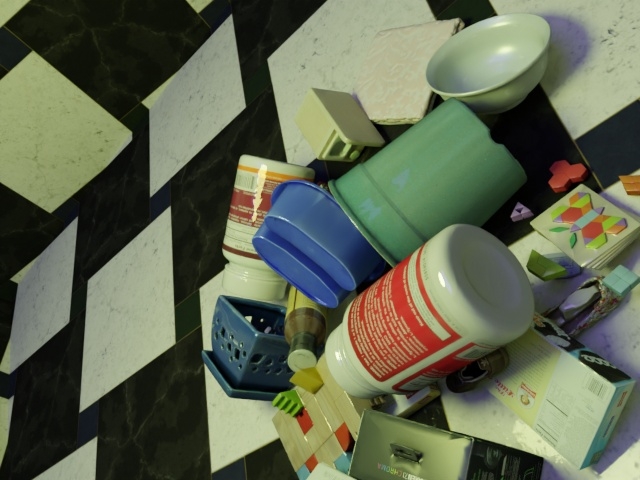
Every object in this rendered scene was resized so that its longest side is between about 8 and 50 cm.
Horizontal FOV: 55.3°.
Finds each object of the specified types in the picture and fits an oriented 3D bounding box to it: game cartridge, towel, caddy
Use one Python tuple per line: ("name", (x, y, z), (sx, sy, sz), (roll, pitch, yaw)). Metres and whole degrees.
("game cartridge", (0.493, 0.052, 1.253), (0.083, 0.017, 0.056), (-8, 61, 44))
("towel", (0.235, -0.483, 1.776), (0.332, 0.053, 0.316), (14, 81, 50))
("caddy", (0.000, 0.000, 1.511), (0.179, 0.341, 0.241), (-51, 0, -37))

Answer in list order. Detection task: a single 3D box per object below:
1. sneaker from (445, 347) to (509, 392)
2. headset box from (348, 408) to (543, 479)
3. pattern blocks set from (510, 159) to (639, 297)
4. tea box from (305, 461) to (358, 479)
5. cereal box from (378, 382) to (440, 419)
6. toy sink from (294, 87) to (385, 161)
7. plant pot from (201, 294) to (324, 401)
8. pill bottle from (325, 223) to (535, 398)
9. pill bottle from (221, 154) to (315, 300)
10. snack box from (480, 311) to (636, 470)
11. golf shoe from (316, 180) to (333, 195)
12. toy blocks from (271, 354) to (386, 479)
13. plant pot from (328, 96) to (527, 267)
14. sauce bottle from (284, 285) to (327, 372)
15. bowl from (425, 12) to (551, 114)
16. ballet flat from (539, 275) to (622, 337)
("sneaker", (0.291, 0.259, 1.216), (0.188, 0.071, 0.066), (-55, 51, 50))
("headset box", (0.228, 0.418, 1.133), (0.246, 0.283, 0.131), (1, 70, 47))
("pattern blocks set", (0.520, -0.032, 1.196), (0.285, 0.026, 0.325), (-47, 38, -8))
("tea box", (0.045, 0.632, 1.117), (0.323, 0.220, 0.329), (-50, 16, -24))
("cereal box", (0.164, 0.301, 1.441), (0.173, 0.047, 0.240), (-44, 44, 24))
("toy sink", (0.051, -0.313, 1.769), (0.234, 0.153, 0.131), (58, 134, 30))
("plant pot", (-0.173, 0.302, 1.663), (0.236, 0.236, 0.212), (35, 104, 49))
("pill bottle", (0.189, 0.161, 1.191), (0.408, 0.229, 0.229), (-43, 42, 43))
("pill bottle", (-0.159, -0.038, 1.777), (0.224, 0.224, 0.392), (21, 102, 49))
("snack box", (0.405, 0.246, 1.151), (0.322, 0.060, 0.187), (42, 130, 48))
("golf shoe", (0.003, -0.031, 1.740), (0.140, 0.115, 0.306), (-36, 46, 33))
("toy blocks", (0.037, 0.443, 1.403), (0.381, 0.191, 0.260), (-55, 52, 35))
("plant pot", (0.254, -0.119, 1.382), (0.334, 0.341, 0.341), (-42, 44, 11))
("sauce bottle", (-0.038, 0.209, 1.551), (0.111, 0.111, 0.344), (-45, 15, 20))
("bowl", (0.411, -0.396, 1.452), (0.298, 0.134, 0.297), (-21, 40, 19))
("ballet flat", (0.468, 0.149, 1.181), (0.241, 0.077, 0.091), (-48, 45, 18))
